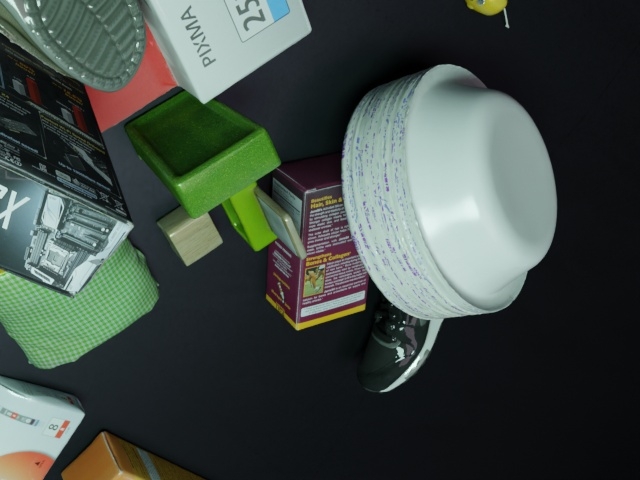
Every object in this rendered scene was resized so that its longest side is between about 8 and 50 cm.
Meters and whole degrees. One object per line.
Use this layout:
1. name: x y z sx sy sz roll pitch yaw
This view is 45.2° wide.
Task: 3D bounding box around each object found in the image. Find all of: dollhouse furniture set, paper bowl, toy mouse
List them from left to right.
1. dollhouse furniture set: -0.178 0.020 0.753 0.301 0.151 0.197 -35 132 -14
2. paper bowl: 0.163 -0.058 0.870 0.284 0.148 0.284 15 70 -47
3. toy mouse: 0.214 -0.340 0.906 0.161 0.031 0.143 10 110 -40

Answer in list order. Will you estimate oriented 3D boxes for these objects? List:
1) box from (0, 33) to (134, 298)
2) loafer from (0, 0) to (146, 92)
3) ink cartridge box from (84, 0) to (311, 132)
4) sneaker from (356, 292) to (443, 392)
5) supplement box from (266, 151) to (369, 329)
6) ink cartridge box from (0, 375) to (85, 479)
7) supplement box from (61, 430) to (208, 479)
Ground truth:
1. box: -0.291 -0.112 0.513 0.076 0.242 0.307 -47 133 14
2. loafer: -0.236 -0.210 0.589 0.251 0.087 0.094 44 72 -45
3. ink cartridge box: -0.167 -0.246 0.658 0.261 0.066 0.296 -37 133 -14
4. sneaker: 0.112 0.069 1.054 0.124 0.107 0.283 32 92 -29
5. supplement box: 0.000 0.000 0.922 0.104 0.081 0.188 -14 124 -30
6. ink cartridge box: -0.362 0.211 0.810 0.179 0.045 0.145 29 97 -46
7. supplement box: -0.209 0.327 0.971 0.078 0.080 0.233 -46 136 -1
